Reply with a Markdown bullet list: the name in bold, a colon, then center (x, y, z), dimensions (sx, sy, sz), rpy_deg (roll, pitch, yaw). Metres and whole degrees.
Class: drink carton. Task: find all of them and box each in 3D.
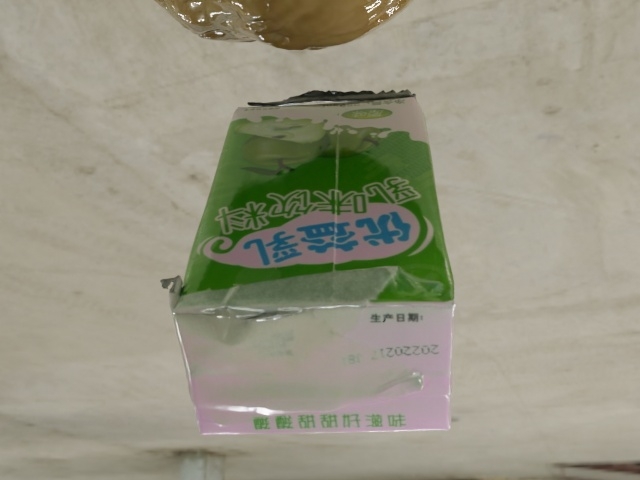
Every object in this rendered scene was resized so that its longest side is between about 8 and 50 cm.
- **drink carton**: center (0.000, 0.000, 0.562), dimensions (0.161, 0.271, 0.108), rpy_deg (-3, 124, 4)

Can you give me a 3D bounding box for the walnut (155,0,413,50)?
- **walnut**: center (-0.022, -0.279, 0.517), dimensions (0.277, 0.313, 0.252), rpy_deg (23, -173, -4)
